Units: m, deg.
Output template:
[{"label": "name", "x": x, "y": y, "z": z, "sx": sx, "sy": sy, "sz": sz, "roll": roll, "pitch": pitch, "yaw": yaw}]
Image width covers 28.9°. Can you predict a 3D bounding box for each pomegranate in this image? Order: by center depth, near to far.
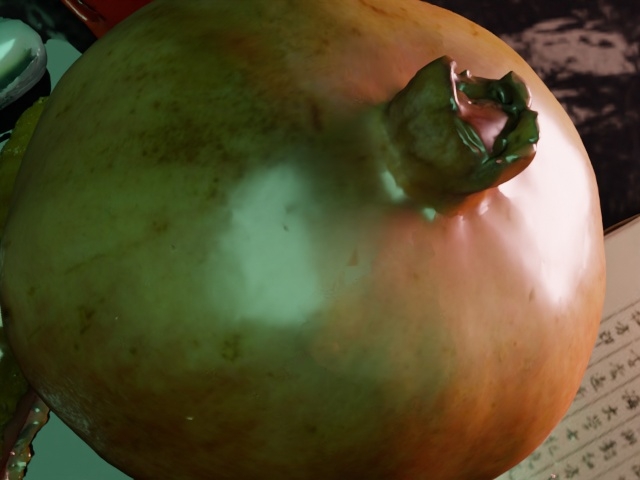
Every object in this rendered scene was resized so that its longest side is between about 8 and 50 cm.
[{"label": "pomegranate", "x": 0.000, "y": 0.000, "z": 0.521, "sx": 0.252, "sy": 0.270, "sz": 0.229, "roll": 17, "pitch": 67, "yaw": -14}]

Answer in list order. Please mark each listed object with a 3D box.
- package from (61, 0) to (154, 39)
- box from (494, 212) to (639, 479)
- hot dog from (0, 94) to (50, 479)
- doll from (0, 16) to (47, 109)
[{"label": "package", "x": 0.014, "y": -0.275, "z": 0.651, "sx": 0.196, "sy": 0.123, "sz": 0.423, "roll": 33, "pitch": 80, "yaw": -17}, {"label": "box", "x": 0.107, "y": 0.135, "z": 0.667, "sx": 0.365, "sy": 0.051, "sz": 0.204, "roll": -27, "pitch": 86, "yaw": -12}, {"label": "hot dog", "x": -0.169, "y": 0.059, "z": 0.619, "sx": 0.083, "sy": 0.068, "sz": 0.289, "roll": 23, "pitch": 82, "yaw": -4}, {"label": "doll", "x": -0.238, "y": -0.076, "z": 0.627, "sx": 0.159, "sy": 0.059, "sz": 0.158, "roll": 28, "pitch": 79, "yaw": -7}]
